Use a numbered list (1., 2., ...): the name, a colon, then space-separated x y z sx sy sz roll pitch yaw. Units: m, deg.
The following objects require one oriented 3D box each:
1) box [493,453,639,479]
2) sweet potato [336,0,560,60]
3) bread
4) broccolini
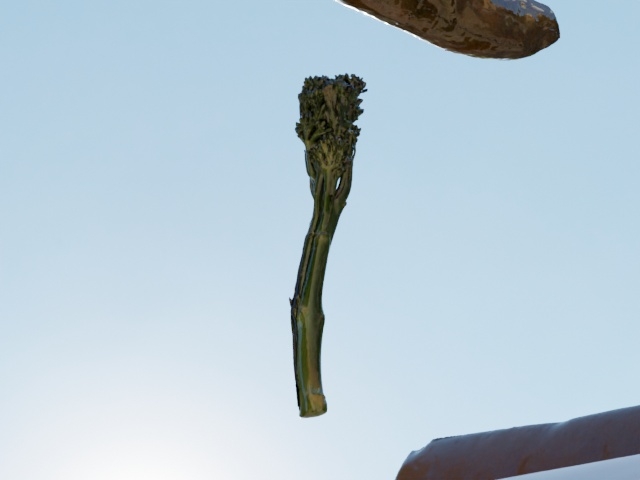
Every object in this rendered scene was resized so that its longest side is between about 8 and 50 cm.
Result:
1. box: 0.078 0.291 0.849 0.314 0.300 0.312 -17 -3 -38
2. sweet potato: 0.045 -0.181 1.164 0.273 0.075 0.075 26 -49 -20
3. bread: 0.174 0.202 1.278 0.077 0.138 0.361 38 -32 -25
4. broccolini: 0.000 0.000 1.173 0.051 0.239 0.054 17 -18 -38
